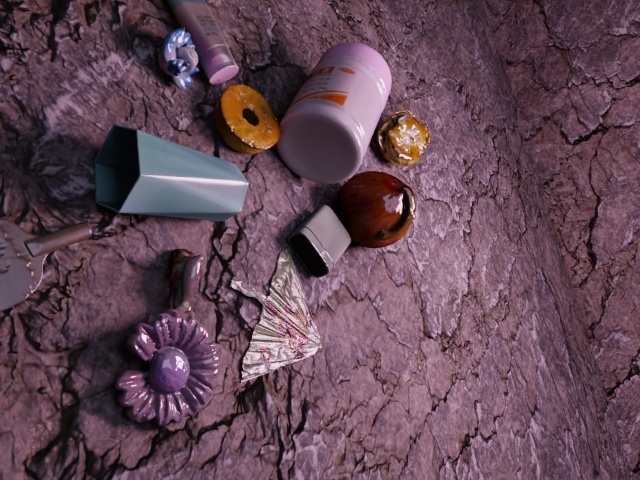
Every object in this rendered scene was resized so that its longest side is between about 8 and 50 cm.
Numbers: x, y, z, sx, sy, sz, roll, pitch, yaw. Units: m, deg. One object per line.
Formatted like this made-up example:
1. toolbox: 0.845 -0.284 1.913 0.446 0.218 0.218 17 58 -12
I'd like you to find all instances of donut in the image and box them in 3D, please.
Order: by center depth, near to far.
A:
1. donut: -0.157 -0.247 1.173 0.152 0.058 0.152 19 59 -35

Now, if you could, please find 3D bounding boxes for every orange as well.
1. orange: 0.228 -0.284 1.599 0.170 0.112 0.160 -8 83 -17

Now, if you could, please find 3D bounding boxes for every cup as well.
1. cup: -0.245 -0.096 0.960 0.235 0.148 0.134 13 36 -49

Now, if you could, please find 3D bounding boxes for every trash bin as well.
1. trash bin: 0.000 0.000 1.243 0.116 0.059 0.130 56 39 -14

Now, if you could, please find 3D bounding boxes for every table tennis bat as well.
1. table tennis bat: -0.426 0.022 0.778 0.234 0.022 0.131 -28 93 -49

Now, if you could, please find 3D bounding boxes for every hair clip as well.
1. hair clip: -0.229 0.140 0.905 0.173 0.069 0.300 28 53 -39

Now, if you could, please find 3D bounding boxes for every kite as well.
1. kite: -0.079 0.153 1.116 0.268 0.013 0.323 43 44 -27

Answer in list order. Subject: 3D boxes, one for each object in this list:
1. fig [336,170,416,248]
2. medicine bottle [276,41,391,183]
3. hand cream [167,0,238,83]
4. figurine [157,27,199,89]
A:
1. fig: 0.141 -0.073 1.337 0.205 0.205 0.205 24 55 -40
2. medicine bottle: 0.038 -0.303 1.317 0.202 0.202 0.316 46 43 -24
3. hand cream: -0.265 -0.480 1.165 0.111 0.070 0.312 -26 89 -48
4. figurine: -0.268 -0.359 1.090 0.114 0.079 0.114 4 90 -65
